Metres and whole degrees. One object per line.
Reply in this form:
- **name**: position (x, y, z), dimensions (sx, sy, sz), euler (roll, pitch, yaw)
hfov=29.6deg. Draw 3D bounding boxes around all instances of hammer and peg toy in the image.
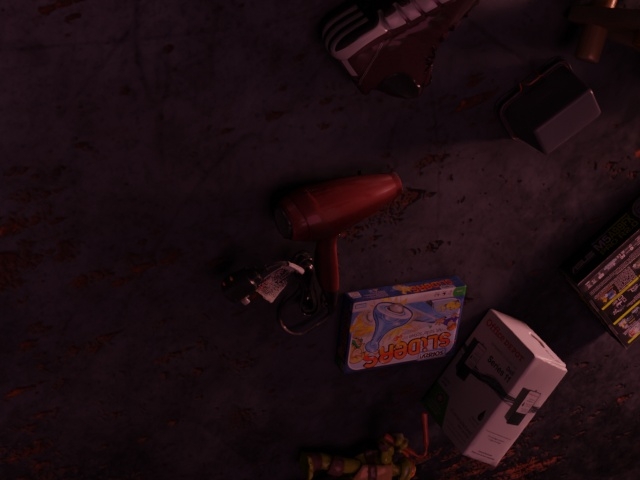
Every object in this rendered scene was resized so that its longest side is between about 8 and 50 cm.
- **hammer and peg toy**: position (0.569, -0.271, 1.750), dimensions (0.361, 0.266, 0.127), euler (14, 94, -32)

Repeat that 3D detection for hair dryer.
- **hair dryer**: position (0.000, 0.000, 1.765), dimensions (0.293, 0.080, 0.224), euler (-44, 145, 11)

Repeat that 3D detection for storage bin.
- **storage bin**: position (0.339, -0.197, 1.785), dimensions (0.135, 0.091, 0.098), euler (-37, 129, -2)

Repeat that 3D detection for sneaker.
- **sneaker**: position (0.150, -0.291, 1.632), dimensions (0.281, 0.106, 0.162), euler (-28, 134, 4)

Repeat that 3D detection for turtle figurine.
- **turtle figurine**: position (0.073, 0.378, 2.018), dimensions (0.217, 0.087, 0.269), euler (-2, 130, -18)

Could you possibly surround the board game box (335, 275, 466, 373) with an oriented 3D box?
- **board game box**: position (0.127, 0.133, 1.921), dimensions (0.201, 0.035, 0.136), euler (-8, 123, -23)

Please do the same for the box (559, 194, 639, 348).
- **box**: position (0.564, 0.030, 2.067), dimensions (0.270, 0.060, 0.216), euler (-43, 130, 3)

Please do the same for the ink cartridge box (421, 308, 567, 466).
- **ink cartridge box**: position (0.284, 0.240, 1.997), dimensions (0.087, 0.153, 0.208), euler (25, 105, -35)
